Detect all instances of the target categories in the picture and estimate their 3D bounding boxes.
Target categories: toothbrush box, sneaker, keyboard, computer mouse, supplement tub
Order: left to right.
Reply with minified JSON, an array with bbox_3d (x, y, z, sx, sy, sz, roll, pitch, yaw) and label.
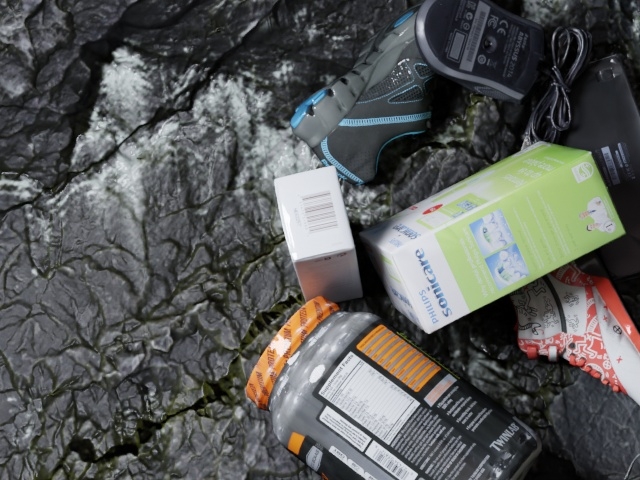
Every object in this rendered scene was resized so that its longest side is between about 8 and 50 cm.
[{"bbox_3d":[0.086,0.230,1.861,0.338,0.207,0.207,36,77,14],"label":"supplement tub"},{"bbox_3d":[0.113,-0.221,2.076,0.341,0.125,0.140,-44,102,-13],"label":"sneaker"},{"bbox_3d":[0.215,-0.009,1.919,0.283,0.206,0.122,-28,101,-5],"label":"toothbrush box"},{"bbox_3d":[0.229,-0.246,2.022,0.272,0.072,0.189,25,83,-24],"label":"computer mouse"},{"bbox_3d":[0.346,0.143,1.944,0.145,0.090,0.270,-29,83,12],"label":"sneaker"},{"bbox_3d":[0.435,-0.109,2.045,0.201,0.033,0.317,-16,72,5],"label":"keyboard"}]

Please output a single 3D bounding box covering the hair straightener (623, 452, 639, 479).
[{"bbox_3d":[0.485,0.287,1.910,0.230,0.047,0.089,-16,71,3],"label":"hair straightener"}]

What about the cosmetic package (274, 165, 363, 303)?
[{"bbox_3d":[0.000,0.000,1.930,0.085,0.231,0.117,-12,71,-1],"label":"cosmetic package"}]
